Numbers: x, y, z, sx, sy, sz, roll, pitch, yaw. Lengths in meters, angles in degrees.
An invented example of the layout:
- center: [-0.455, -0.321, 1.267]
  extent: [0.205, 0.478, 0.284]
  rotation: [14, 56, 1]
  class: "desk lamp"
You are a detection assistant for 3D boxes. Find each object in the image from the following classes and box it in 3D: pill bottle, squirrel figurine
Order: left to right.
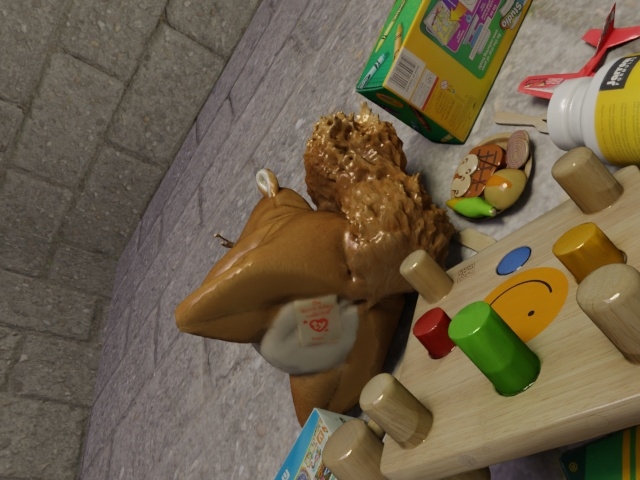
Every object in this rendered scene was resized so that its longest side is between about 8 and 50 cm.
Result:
- center: [0.000, 0.000, 0.742]
  extent: [0.397, 0.281, 0.370]
  rotation: [-44, 24, 14]
  class: "squirrel figurine"
- center: [0.304, -0.116, 0.424]
  extent: [0.184, 0.103, 0.103]
  rotation: [19, 86, 60]
  class: "pill bottle"

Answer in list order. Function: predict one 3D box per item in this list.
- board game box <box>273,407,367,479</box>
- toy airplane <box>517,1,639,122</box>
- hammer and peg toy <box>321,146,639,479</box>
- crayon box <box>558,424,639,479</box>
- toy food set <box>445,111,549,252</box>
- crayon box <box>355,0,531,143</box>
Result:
- center: [0.033, 0.376, 0.525]
  extent: [0.224, 0.097, 0.303]
  rotation: [-62, 29, 7]
  class: "board game box"
- center: [0.307, -0.197, 0.553]
  extent: [0.151, 0.028, 0.151]
  rotation: [-29, 49, 40]
  class: "toy airplane"
- center: [0.135, 0.086, 0.439]
  extent: [0.361, 0.127, 0.266]
  rotation: [-38, 13, 36]
  class: "hammer and peg toy"
- center: [0.284, 0.235, 0.229]
  extent: [0.202, 0.081, 0.319]
  rotation: [-45, 36, 33]
  class: "crayon box"
- center: [0.213, -0.086, 0.616]
  extent: [0.192, 0.038, 0.132]
  rotation: [-64, 29, 4]
  class: "toy food set"
- center: [0.186, -0.302, 0.688]
  extent: [0.081, 0.165, 0.279]
  rotation: [28, 93, 61]
  class: "crayon box"
